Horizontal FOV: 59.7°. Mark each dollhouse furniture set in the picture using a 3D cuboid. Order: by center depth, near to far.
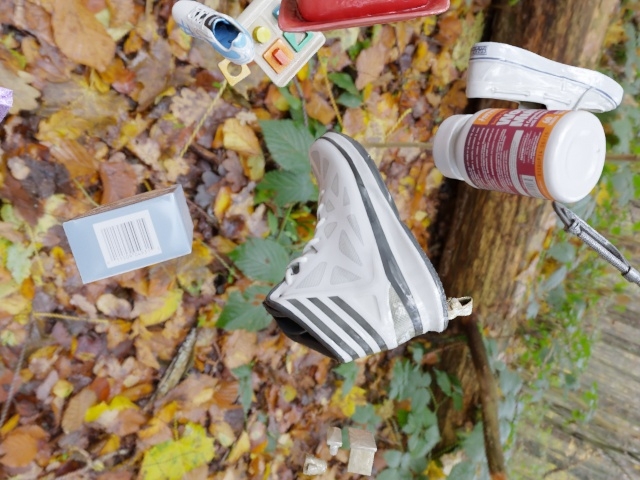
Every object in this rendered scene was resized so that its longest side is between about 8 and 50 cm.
[{"bbox_3d":[0.035,0.501,1.232,0.123,0.144,0.151,65,35,-88],"label":"dollhouse furniture set"}]

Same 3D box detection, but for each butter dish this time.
[{"bbox_3d":[0.034,-0.276,0.519,0.160,0.160,0.118,-86,170,-47],"label":"butter dish"}]

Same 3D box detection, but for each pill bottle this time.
[{"bbox_3d":[0.275,-0.128,0.803,0.121,0.221,0.121,-10,107,-33],"label":"pill bottle"}]

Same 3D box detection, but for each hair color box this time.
[{"bbox_3d":[-0.355,-0.029,1.097,0.374,0.185,0.113,-149,-137,-76],"label":"hair color box"}]

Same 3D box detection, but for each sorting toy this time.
[{"bbox_3d":[-0.101,-0.509,1.384,0.347,0.047,0.196,-48,120,-3],"label":"sorting toy"}]

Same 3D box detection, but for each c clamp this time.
[{"bbox_3d":[0.375,0.007,0.747,0.022,0.161,0.137,-51,176,28],"label":"c clamp"}]

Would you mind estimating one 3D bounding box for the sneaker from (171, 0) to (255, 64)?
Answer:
[{"bbox_3d":[-0.234,-0.464,1.200,0.085,0.237,0.086,-48,159,-12],"label":"sneaker"}]

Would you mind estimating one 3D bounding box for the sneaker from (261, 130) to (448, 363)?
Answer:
[{"bbox_3d":[0.000,0.000,0.929,0.257,0.447,0.169,-22,141,-4],"label":"sneaker"}]

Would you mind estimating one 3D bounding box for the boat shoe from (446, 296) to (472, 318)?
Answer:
[{"bbox_3d":[0.331,0.164,1.397,0.135,0.050,0.045,-5,114,-40],"label":"boat shoe"}]

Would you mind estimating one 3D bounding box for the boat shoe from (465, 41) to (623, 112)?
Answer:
[{"bbox_3d":[0.453,-0.280,1.140,0.367,0.136,0.156,8,99,-24],"label":"boat shoe"}]

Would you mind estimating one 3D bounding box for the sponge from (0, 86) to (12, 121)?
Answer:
[{"bbox_3d":[-0.586,-0.211,0.903,0.117,0.210,0.031,7,78,-40],"label":"sponge"}]
